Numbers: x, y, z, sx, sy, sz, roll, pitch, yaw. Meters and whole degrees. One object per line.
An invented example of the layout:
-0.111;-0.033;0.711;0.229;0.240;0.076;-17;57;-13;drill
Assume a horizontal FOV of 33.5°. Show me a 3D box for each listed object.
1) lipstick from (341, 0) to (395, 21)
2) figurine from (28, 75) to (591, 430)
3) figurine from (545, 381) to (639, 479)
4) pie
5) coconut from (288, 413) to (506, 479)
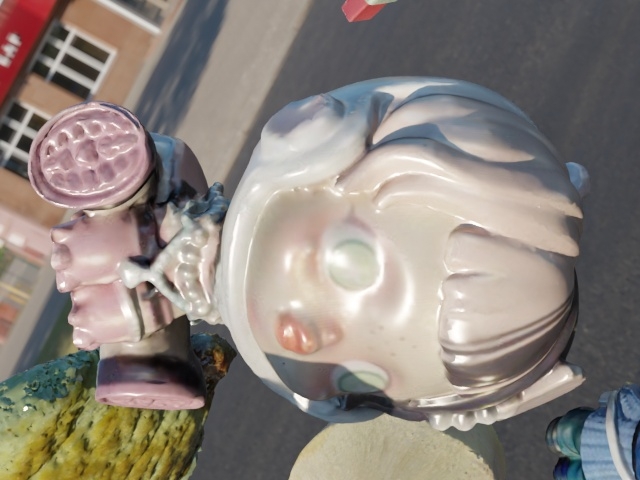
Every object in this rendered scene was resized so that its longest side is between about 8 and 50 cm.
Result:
0.111;-0.328;1.190;0.312;0.051;0.051;-39;54;57;lipstick
-0.001;-0.006;0.714;0.253;0.361;0.211;78;-159;-49;figurine
0.178;0.108;0.558;0.149;0.087;0.086;-16;80;59;figurine
-0.330;0.287;1.416;0.418;0.180;0.395;-11;-51;-55;pie
0.089;0.283;1.172;0.239;0.239;0.244;-58;-11;15;coconut
